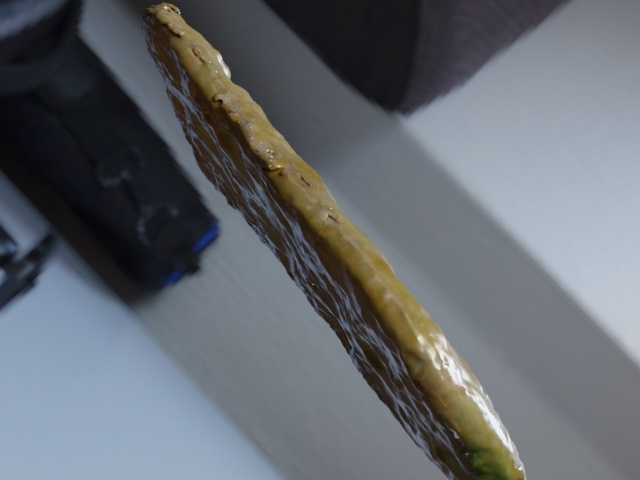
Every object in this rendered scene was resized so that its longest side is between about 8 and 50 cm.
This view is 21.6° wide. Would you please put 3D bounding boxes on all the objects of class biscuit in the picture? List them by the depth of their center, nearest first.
[{"bbox_3d":[0.000,0.000,0.620,0.029,0.247,0.118,-33,144,-8],"label":"biscuit"}]
